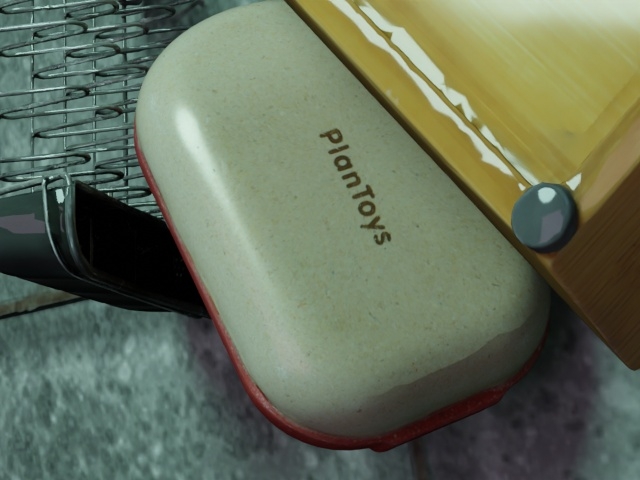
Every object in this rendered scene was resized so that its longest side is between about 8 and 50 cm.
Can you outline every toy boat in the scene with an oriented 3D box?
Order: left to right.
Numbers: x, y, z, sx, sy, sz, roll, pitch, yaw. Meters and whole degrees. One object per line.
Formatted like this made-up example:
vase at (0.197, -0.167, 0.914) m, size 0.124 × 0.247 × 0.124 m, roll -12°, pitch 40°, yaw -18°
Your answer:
toy boat at (0.000, 0.000, 0.710) m, size 0.231 × 0.151 × 0.151 m, roll 63°, pitch 159°, yaw 20°

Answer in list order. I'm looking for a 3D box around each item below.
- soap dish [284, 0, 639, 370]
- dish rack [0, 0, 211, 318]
soap dish at (0.094, -0.132, 0.573) m, size 0.229 × 0.118 × 0.291 m, roll -50°, pitch 61°, yaw 18°
dish rack at (-0.117, -0.098, 0.761) m, size 0.074 × 0.208 × 0.271 m, roll -6°, pitch 79°, yaw 15°
